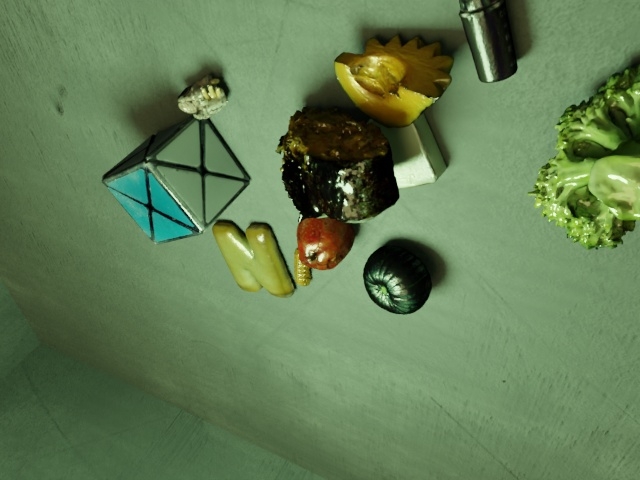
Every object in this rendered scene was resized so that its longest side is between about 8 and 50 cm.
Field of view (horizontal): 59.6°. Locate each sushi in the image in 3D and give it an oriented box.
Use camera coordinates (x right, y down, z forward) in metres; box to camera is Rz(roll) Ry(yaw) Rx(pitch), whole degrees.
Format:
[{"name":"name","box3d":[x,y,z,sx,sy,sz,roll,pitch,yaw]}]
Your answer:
[{"name":"sushi","box3d":[0.019,-0.164,1.238,0.348,0.234,0.207,34,147,53]}]

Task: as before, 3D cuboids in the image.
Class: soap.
[{"name":"soap","box3d":[0.194,-0.209,1.258,0.122,0.063,0.183,-6,124,40]}]

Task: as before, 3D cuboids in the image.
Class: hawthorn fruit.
[{"name":"hawthorn fruit","box3d":[0.006,-0.006,1.506,0.174,0.179,0.173,23,164,7]}]

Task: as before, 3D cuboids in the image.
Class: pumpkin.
[{"name":"pumpkin","box3d":[0.206,0.105,1.498,0.202,0.140,0.201,31,139,32]},{"name":"pumpkin","box3d":[0.169,-0.321,1.143,0.254,0.130,0.149,28,158,31]}]

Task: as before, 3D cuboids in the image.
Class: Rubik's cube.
[{"name":"Rubik's cube","box3d":[-0.405,-0.167,1.568,0.259,0.254,0.260,-14,120,42]}]

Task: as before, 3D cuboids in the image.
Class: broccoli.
[{"name":"broccoli","box3d":[0.483,-0.105,0.912,0.275,0.397,0.353,14,143,26]}]

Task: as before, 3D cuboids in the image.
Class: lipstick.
[{"name":"lipstick","box3d":[0.279,-0.422,0.979,0.081,0.081,0.299,-2,128,36]}]

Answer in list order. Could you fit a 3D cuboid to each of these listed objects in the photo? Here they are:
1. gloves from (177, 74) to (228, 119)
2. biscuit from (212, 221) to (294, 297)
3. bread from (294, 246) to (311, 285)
[{"name":"gloves","box3d":[-0.301,-0.361,1.433,0.144,0.110,0.094,34,160,50]},{"name":"biscuit","box3d":[-0.219,0.066,1.818,0.237,0.062,0.290,7,131,31]},{"name":"bread","box3d":[-0.056,0.082,1.731,0.052,0.044,0.157,16,137,15]}]
